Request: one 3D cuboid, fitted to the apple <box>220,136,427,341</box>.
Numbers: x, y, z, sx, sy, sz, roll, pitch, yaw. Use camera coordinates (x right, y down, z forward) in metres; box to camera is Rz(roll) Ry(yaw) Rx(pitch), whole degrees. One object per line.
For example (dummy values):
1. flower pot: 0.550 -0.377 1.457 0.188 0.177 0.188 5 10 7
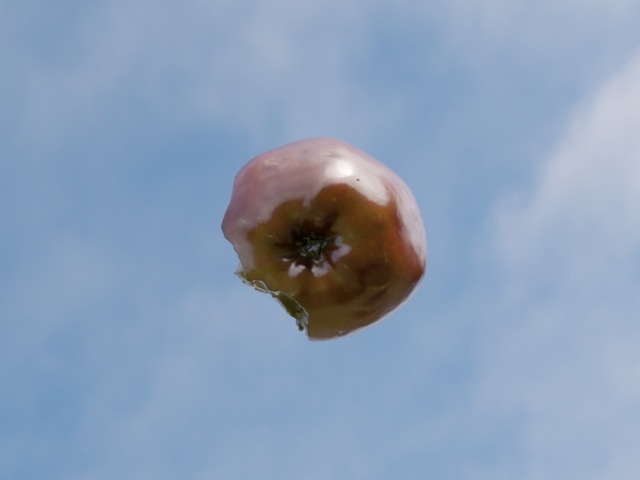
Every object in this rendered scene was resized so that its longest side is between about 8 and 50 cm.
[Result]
1. apple: 0.006 -0.003 1.392 0.147 0.156 0.158 -26 5 -5
